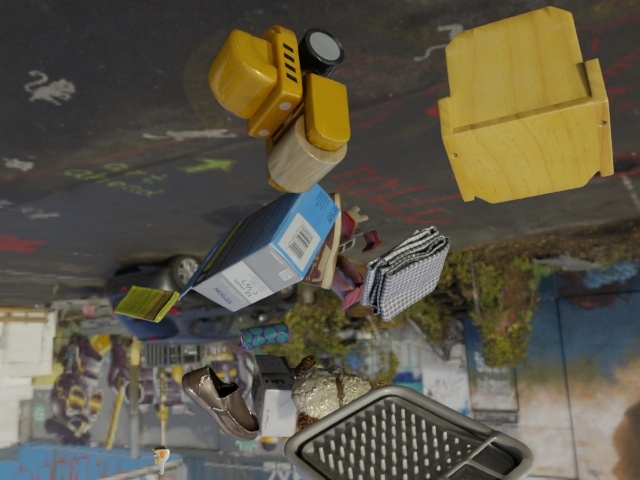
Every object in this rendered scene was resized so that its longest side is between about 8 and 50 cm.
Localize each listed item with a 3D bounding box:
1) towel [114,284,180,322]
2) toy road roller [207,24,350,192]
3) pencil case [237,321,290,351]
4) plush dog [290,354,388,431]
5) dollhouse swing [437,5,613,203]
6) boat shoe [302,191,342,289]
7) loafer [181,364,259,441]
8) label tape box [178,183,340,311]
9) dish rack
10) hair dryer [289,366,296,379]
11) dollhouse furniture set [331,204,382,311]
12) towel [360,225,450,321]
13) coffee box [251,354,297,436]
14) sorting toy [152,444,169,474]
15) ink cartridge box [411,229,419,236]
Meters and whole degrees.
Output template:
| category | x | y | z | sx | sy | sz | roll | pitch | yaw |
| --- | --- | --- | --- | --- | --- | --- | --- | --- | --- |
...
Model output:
| category | x | y | z | sx | sy | sz | roll | pitch | yaw |
| --- | --- | --- | --- | --- | --- | --- | --- | --- | --- |
| towel | -0.493 | 0.174 | 1.671 | 0.237 | 0.102 | 0.021 | 2 | 137 | 43 |
| toy road roller | -0.093 | -0.277 | 1.195 | 0.241 | 0.329 | 0.202 | 9 | 151 | -30 |
| pencil case | -0.166 | 0.286 | 1.767 | 0.152 | 0.070 | 0.064 | -8 | 168 | -26 |
| plush dog | 0.030 | 0.403 | 1.505 | 0.226 | 0.262 | 0.210 | 16 | 138 | -29 |
| dollhouse swing | 0.481 | -0.321 | 1.437 | 0.347 | 0.304 | 0.315 | -11 | 136 | 21 |
| boat shoe | 0.000 | 0.000 | 1.958 | 0.123 | 0.341 | 0.123 | 8 | -154 | -1 |
| loafer | -0.334 | 0.587 | 2.146 | 0.130 | 0.366 | 0.133 | -39 | -158 | 13 |
| label tape box | -0.144 | 0.029 | 1.369 | 0.348 | 0.249 | 0.115 | -29 | 112 | 39 |
| dish rack | 0.135 | 0.362 | 0.954 | 0.286 | 0.072 | 0.333 | -20 | -157 | -34 |
| hair dryer | -0.082 | 0.475 | 2.035 | 0.224 | 0.080 | 0.294 | 22 | 167 | -32 |
| dollhouse furniture set | 0.110 | 0.075 | 2.326 | 0.152 | 0.201 | 0.374 | -28 | 151 | -30 |
| towel | 0.271 | 0.108 | 1.881 | 0.284 | 0.121 | 0.235 | -29 | 148 | -25 |
| coffee box | -0.135 | 0.440 | 1.717 | 0.098 | 0.141 | 0.246 | 5 | -168 | -14 |
| sorting toy | -0.485 | 0.669 | 1.808 | 0.045 | 0.075 | 0.083 | -1 | 170 | -22 |
| ink cartridge box | 0.338 | 0.009 | 2.117 | 0.048 | 0.083 | 0.028 | 35 | -176 | 8 |
